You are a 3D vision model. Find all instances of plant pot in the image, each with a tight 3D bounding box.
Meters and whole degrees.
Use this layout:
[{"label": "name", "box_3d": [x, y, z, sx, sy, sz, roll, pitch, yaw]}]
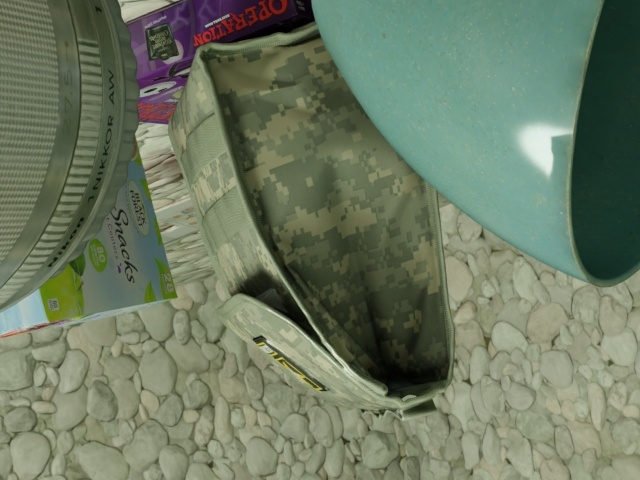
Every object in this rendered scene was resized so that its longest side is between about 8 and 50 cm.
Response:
[{"label": "plant pot", "box_3d": [0.110, -0.142, 0.956, 0.195, 0.290, 0.290, 20, -167, 25]}]

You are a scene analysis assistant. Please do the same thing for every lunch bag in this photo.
[{"label": "lunch bag", "box_3d": [0.000, 0.000, 1.304, 0.169, 0.287, 0.235, -18, 177, -10]}]

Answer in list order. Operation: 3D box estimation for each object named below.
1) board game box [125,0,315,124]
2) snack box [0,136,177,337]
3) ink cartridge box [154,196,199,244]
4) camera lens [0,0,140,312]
[{"label": "board game box", "box_3d": [-0.057, -0.147, 1.411, 0.208, 0.056, 0.347, -15, 177, 19]}, {"label": "snack box", "box_3d": [-0.221, -0.016, 1.519, 0.070, 0.174, 0.207, -16, 177, 25]}, {"label": "ink cartridge box", "box_3d": [-0.107, -0.070, 2.004, 0.261, 0.066, 0.296, -18, 175, 7]}, {"label": "camera lens", "box_3d": [-0.216, -0.061, 0.697, 0.219, 0.219, 0.274, -19, 175, 17]}]
